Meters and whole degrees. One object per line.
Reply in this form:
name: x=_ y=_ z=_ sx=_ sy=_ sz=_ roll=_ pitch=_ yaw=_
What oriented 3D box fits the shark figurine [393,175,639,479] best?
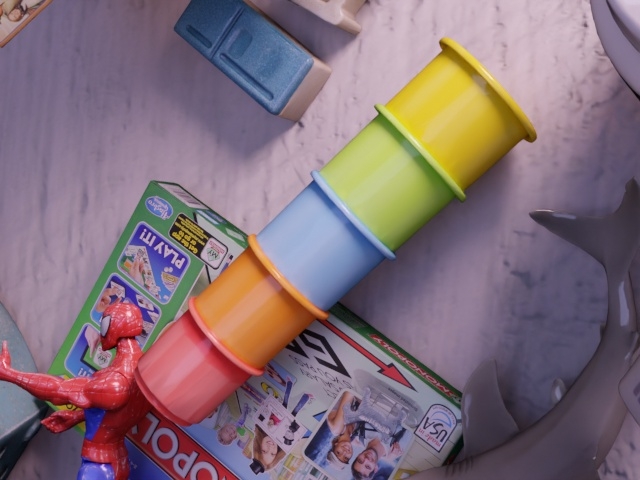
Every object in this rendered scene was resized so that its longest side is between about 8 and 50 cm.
shark figurine: x=0.158 y=0.112 z=0.609 sx=0.166 sy=0.116 sz=0.278 roll=35 pitch=90 yaw=-7

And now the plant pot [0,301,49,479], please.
plant pot: x=-0.382 y=0.141 z=0.807 sx=0.252 sy=0.248 sz=0.247 roll=34 pitch=103 yaw=4

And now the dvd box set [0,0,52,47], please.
dvd box set: x=-0.082 y=-0.345 z=0.675 sx=0.420 sy=0.062 sz=0.308 roll=-35 pitch=33 yaw=21

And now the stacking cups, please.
stacking cups: x=0.000 y=0.000 z=0.679 sx=0.316 sy=0.096 sz=0.096 roll=-42 pitch=72 yaw=8

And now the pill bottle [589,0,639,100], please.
pill bottle: x=0.228 y=-0.125 z=0.499 sx=0.161 sy=0.283 sz=0.161 roll=-1 pitch=88 yaw=25

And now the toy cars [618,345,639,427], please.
toy cars: x=0.261 y=0.213 z=0.506 sx=0.176 sy=0.087 sz=0.394 roll=-3 pitch=114 yaw=61

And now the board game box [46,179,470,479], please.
board game box: x=-0.060 y=0.125 z=0.756 sx=0.317 sy=0.046 sz=0.214 roll=35 pitch=102 yaw=22

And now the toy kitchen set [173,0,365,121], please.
toy kitchen set: x=-0.035 y=-0.212 z=0.688 sx=0.122 sy=0.166 sz=0.207 roll=42 pitch=105 yaw=20

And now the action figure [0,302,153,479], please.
action figure: x=-0.199 y=0.178 z=0.742 sx=0.139 sy=0.091 sz=0.280 roll=13 pitch=94 yaw=16
